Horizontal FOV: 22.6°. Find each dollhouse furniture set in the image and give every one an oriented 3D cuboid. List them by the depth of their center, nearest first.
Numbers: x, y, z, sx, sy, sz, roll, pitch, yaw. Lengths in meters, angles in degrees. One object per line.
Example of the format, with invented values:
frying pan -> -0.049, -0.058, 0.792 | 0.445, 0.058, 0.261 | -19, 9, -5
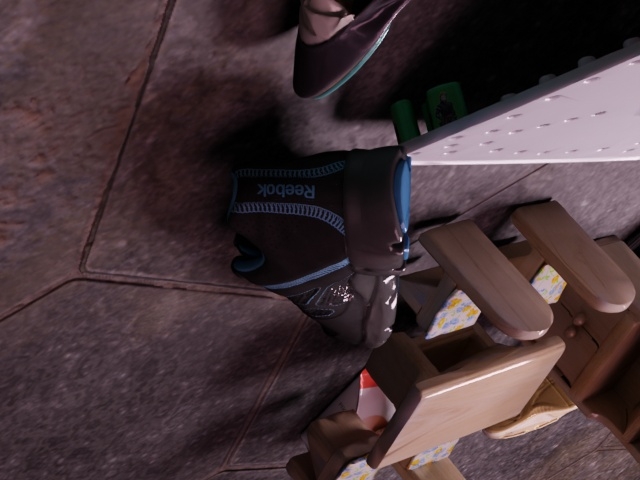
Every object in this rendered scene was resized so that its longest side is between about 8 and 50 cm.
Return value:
dollhouse furniture set -> 0.233, 0.170, 1.655 | 0.394, 0.256, 0.362 | -14, 143, -42

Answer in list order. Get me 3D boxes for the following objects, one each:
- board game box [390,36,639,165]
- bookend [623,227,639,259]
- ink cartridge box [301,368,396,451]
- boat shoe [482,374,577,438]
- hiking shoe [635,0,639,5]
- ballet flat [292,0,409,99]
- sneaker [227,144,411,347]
board game box -> 0.309, -0.144, 1.279 | 0.390, 0.050, 0.390 | -21, 168, 42
bookend -> 0.415, 0.052, 1.815 | 0.156, 0.157, 0.072 | -44, 154, 26
ink cartridge box -> 0.083, 0.176, 1.790 | 0.145, 0.045, 0.179 | -2, 145, -49
boat shoe -> 0.283, 0.212, 2.080 | 0.170, 0.063, 0.059 | -18, 156, -9
hiking shoe -> 0.330, -0.294, 1.169 | 0.304, 0.113, 0.132 | -34, 126, 19
ballet flat -> 0.032, -0.175, 1.055 | 0.203, 0.074, 0.074 | -40, 155, 30
sneaker -> 0.000, 0.000, 1.312 | 0.140, 0.125, 0.341 | 3, 161, 2
